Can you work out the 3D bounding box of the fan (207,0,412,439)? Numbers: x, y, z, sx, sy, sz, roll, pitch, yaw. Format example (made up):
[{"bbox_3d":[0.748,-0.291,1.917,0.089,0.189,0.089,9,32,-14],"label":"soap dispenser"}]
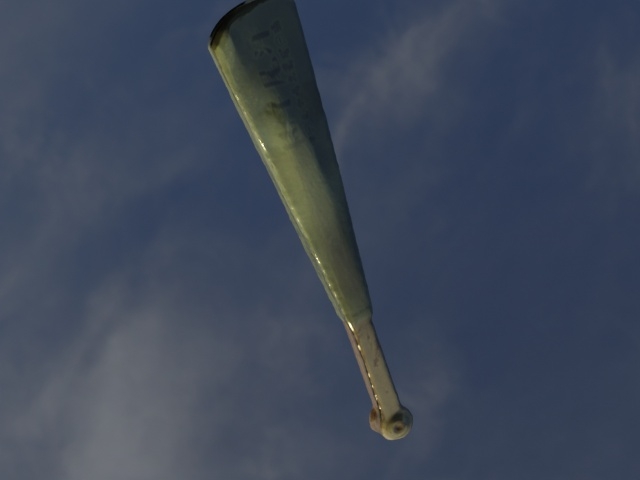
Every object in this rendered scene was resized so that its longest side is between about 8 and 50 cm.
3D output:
[{"bbox_3d":[0.000,0.000,0.762,0.057,0.282,0.023,-33,-151,-30],"label":"fan"}]
